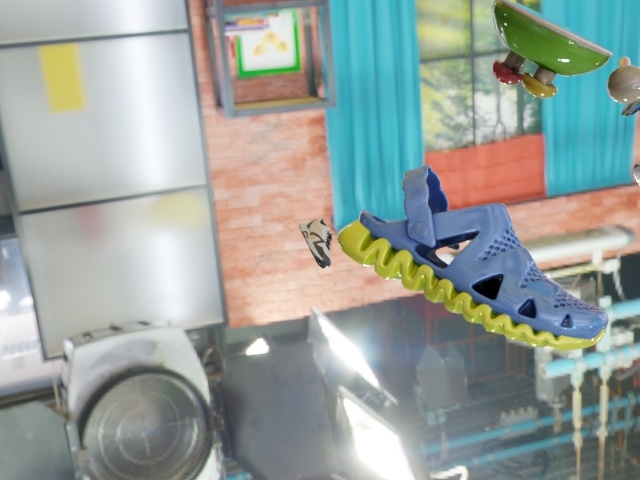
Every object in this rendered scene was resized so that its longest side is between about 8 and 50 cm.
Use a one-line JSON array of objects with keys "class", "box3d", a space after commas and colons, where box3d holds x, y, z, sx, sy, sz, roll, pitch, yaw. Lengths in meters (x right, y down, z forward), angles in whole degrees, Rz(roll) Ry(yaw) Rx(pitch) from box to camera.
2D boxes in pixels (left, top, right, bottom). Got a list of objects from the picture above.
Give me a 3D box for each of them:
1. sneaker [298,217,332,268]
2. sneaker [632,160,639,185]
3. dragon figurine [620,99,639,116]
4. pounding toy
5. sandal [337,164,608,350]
[{"class": "sneaker", "box3d": [0.000, 0.000, 1.205, 0.044, 0.040, 0.109, -23, -140, -1]}, {"class": "sneaker", "box3d": [0.708, -0.046, 1.565, 0.106, 0.281, 0.162, -35, -133, 25]}, {"class": "dragon figurine", "box3d": [0.581, -0.213, 1.265, 0.144, 0.289, 0.085, 36, -165, 3]}, {"class": "pounding toy", "box3d": [0.335, -0.252, 1.163, 0.237, 0.110, 0.183, 26, -157, -1]}, {"class": "sandal", "box3d": [0.176, 0.017, 0.901, 0.317, 0.138, 0.126, 28, -174, 17]}]
